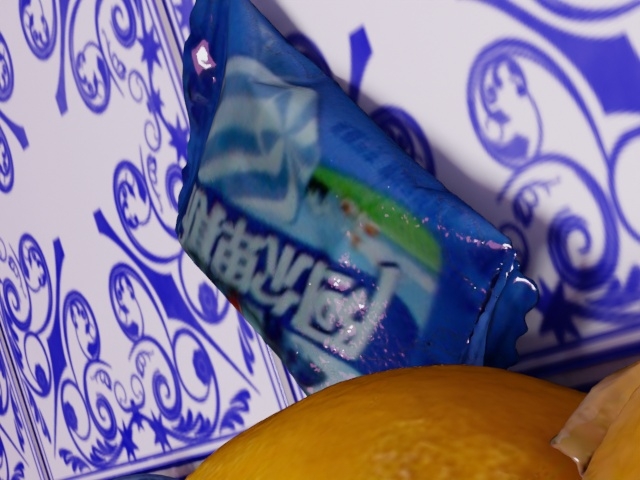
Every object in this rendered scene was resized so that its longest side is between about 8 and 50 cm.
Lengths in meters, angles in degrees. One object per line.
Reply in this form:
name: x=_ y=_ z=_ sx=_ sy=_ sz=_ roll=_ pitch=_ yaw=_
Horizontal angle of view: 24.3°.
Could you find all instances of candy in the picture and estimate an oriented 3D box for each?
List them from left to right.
candy: x=0.000 y=0.000 z=0.815 sx=0.331 sy=0.077 sz=0.187 roll=47 pitch=137 yaw=39

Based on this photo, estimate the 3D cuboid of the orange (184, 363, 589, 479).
orange: x=0.055 y=0.202 z=0.601 sx=0.312 sy=0.312 sz=0.312 roll=30 pitch=128 yaw=48

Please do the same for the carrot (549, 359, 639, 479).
carrot: x=0.213 y=0.039 z=0.421 sx=0.196 sy=0.196 sz=0.254 roll=57 pitch=135 yaw=26

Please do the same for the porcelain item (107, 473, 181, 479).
porcelain item: x=-0.124 y=0.248 z=1.052 sx=0.147 sy=0.147 sz=0.114 roll=52 pitch=142 yaw=32
